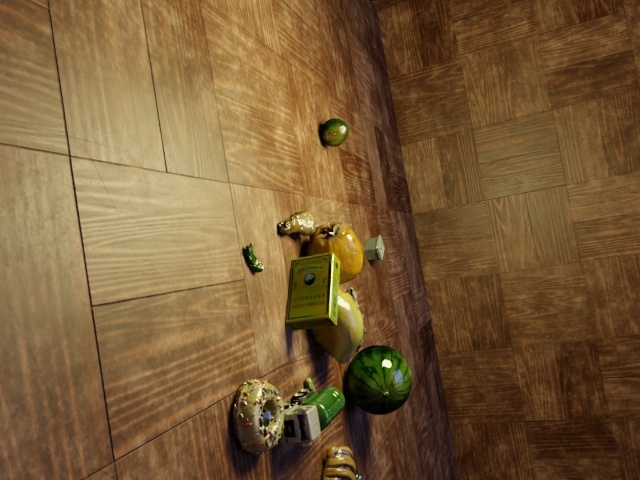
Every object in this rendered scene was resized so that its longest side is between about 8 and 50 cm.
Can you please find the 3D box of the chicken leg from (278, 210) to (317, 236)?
[{"bbox_3d":[-0.069,-0.048,1.597,0.198,0.069,0.084,-18,96,-62],"label":"chicken leg"}]

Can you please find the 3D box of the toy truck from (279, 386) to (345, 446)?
[{"bbox_3d":[-0.022,0.468,1.386,0.242,0.125,0.101,-3,84,-68],"label":"toy truck"}]

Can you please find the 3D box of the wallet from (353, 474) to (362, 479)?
[{"bbox_3d":[0.073,0.830,1.429,0.251,0.054,0.290,-47,130,-39],"label":"wallet"}]

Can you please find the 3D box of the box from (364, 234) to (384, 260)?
[{"bbox_3d":[0.250,0.038,2.380,0.122,0.069,0.084,-67,143,-55],"label":"box"}]

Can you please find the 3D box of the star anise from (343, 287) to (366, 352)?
[{"bbox_3d":[0.107,0.288,1.848,0.229,0.093,0.236,12,74,-67],"label":"star anise"}]

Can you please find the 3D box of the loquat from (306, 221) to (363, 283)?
[{"bbox_3d":[0.049,0.038,1.681,0.176,0.187,0.234,-54,139,-48],"label":"loquat"}]

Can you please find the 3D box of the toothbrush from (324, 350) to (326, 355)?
[{"bbox_3d":[0.053,0.313,1.723,0.017,0.014,0.162,51,60,-38],"label":"toothbrush"}]

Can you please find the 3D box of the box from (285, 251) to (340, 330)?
[{"bbox_3d":[-0.020,0.149,1.518,0.064,0.141,0.219,55,33,-47],"label":"box"}]

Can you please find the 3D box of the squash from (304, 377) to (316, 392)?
[{"bbox_3d":[-0.028,0.446,1.517,0.027,0.028,0.083,-41,119,-66],"label":"squash"}]

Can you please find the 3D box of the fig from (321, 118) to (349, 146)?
[{"bbox_3d":[0.055,-0.443,2.064,0.177,0.117,0.117,-96,167,-64],"label":"fig"}]

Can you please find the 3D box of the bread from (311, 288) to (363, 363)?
[{"bbox_3d":[0.064,0.252,1.627,0.158,0.156,0.260,-30,110,-52],"label":"bread"}]

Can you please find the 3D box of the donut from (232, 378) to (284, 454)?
[{"bbox_3d":[-0.138,0.407,1.191,0.175,0.068,0.174,-10,90,-70],"label":"donut"}]

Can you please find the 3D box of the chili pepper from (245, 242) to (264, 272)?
[{"bbox_3d":[-0.174,0.049,1.332,0.091,0.034,0.030,68,-9,-27],"label":"chili pepper"}]

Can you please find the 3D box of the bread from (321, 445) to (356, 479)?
[{"bbox_3d":[0.056,0.724,1.524,0.225,0.081,0.134,-76,148,-41],"label":"bread"}]

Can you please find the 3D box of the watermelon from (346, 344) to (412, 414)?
[{"bbox_3d":[0.208,0.493,1.818,0.242,0.243,0.242,-10,90,-69],"label":"watermelon"}]
